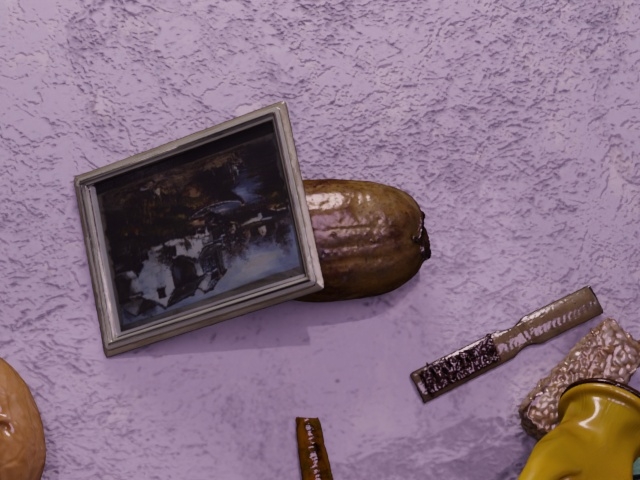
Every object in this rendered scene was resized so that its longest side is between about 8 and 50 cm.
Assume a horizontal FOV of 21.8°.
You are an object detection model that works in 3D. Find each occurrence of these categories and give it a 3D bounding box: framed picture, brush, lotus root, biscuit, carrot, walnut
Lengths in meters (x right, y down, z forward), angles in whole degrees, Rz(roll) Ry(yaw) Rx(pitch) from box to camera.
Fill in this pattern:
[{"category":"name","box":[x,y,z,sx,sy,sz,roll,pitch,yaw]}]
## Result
[{"category":"framed picture","box":[-0.150,-0.012,1.923,0.296,0.019,0.232,-19,74,22]},{"category":"brush","box":[0.224,0.120,1.972,0.248,0.036,0.043,-25,81,-10]},{"category":"lotus root","box":[0.000,0.000,1.946,0.260,0.128,0.145,-4,84,-3]},{"category":"biscuit","box":[0.305,0.169,1.945,0.082,0.070,0.168,41,79,7]},{"category":"carrot","box":[0.001,0.283,1.911,0.042,0.042,0.171,-9,73,-6]},{"category":"walnut","box":[-0.389,0.223,1.844,0.165,0.165,0.197,-14,68,-7]}]

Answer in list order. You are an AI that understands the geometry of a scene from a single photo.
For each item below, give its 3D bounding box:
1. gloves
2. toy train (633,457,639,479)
[{"category":"gloves","box":[0.271,0.288,1.768,0.133,0.116,0.294,19,45,13]},{"category":"toy train","box":[0.371,0.276,1.922,0.172,0.070,0.099,-8,64,-6]}]
